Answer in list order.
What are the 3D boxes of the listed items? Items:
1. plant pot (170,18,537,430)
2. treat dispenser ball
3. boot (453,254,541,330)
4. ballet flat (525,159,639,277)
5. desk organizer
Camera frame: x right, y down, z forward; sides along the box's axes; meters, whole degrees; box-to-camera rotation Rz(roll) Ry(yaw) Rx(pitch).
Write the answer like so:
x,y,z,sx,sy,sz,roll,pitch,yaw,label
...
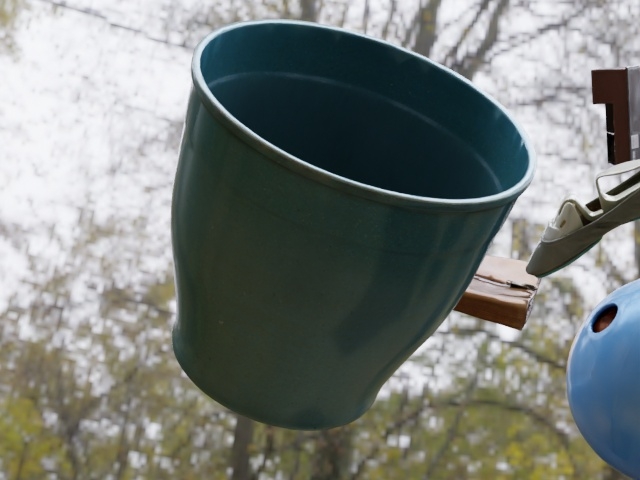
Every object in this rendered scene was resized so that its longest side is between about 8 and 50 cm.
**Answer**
x,y,z,sx,sy,sz,roll,pitch,yaw,label
0.000,0.000,1.130,0.272,0.271,0.255,14,-60,-10,plant pot
0.473,0.187,1.891,0.288,0.288,0.288,6,-31,3,treat dispenser ball
0.124,0.006,1.675,0.280,0.264,0.096,7,-70,9,boot
0.300,-0.035,1.535,0.213,0.072,0.068,-31,-73,25,ballet flat
0.382,-0.158,1.823,0.050,0.130,0.047,2,10,35,desk organizer
